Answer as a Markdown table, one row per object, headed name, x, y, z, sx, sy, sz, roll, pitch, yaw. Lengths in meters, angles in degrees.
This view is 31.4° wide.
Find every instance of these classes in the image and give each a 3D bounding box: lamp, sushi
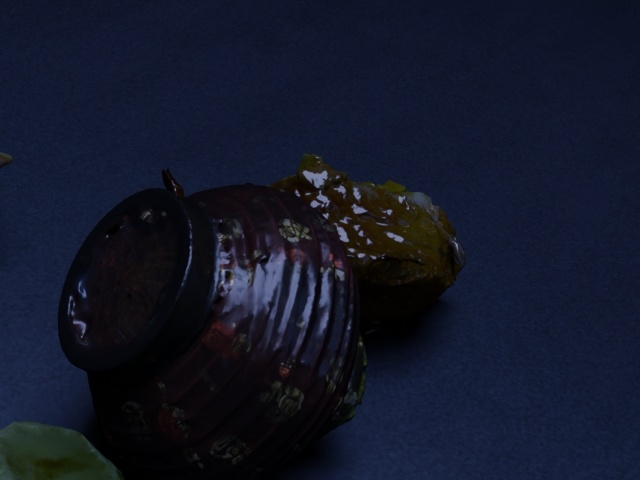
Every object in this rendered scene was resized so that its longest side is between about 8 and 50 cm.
| name | x | y | z | sx | sy | sz | roll | pitch | yaw |
| --- | --- | --- | --- | --- | --- | --- | --- | --- | --- |
| lamp | -0.072 | 0.072 | 0.866 | 0.246 | 0.247 | 0.247 | 10 | 33 | -6 |
| sushi | 0.003 | 0.001 | 1.064 | 0.296 | 0.167 | 0.179 | -5 | 57 | -13 |

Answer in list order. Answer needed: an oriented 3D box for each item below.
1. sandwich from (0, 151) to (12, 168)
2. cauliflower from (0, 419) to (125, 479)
| name | x | y | z | sx | sy | sz | roll | pitch | yaw |
| --- | --- | --- | --- | --- | --- | --- | --- | --- | --- |
| sandwich | -0.422 | -0.047 | 1.018 | 0.198 | 0.227 | 0.155 | 32 | 10 | -48 |
| cauliflower | -0.166 | 0.217 | 0.564 | 0.272 | 0.250 | 0.275 | 24 | -11 | 14 |
